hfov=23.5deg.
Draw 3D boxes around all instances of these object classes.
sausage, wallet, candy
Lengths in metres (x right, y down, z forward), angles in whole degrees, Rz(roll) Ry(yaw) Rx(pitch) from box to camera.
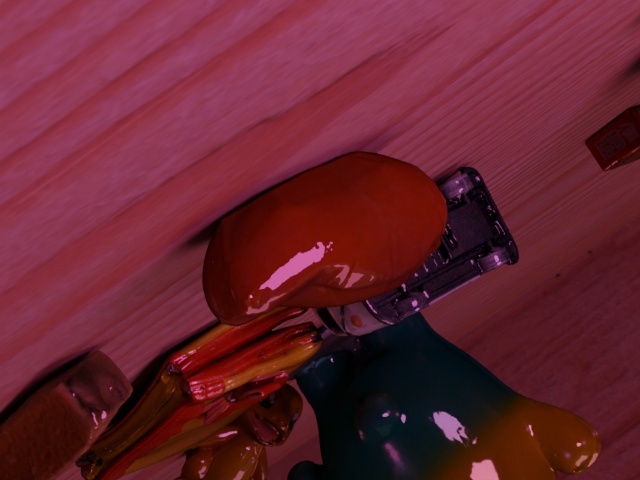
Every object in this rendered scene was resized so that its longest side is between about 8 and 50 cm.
[{"bbox_3d":[0.000,0.000,0.905,0.179,0.089,0.089,-21,165,-42],"label":"sausage"},{"bbox_3d":[-0.105,0.135,1.268,0.141,0.067,0.241,-24,168,-37],"label":"wallet"},{"bbox_3d":[0.320,-0.107,1.564,0.062,0.038,0.122,-39,170,29],"label":"candy"}]

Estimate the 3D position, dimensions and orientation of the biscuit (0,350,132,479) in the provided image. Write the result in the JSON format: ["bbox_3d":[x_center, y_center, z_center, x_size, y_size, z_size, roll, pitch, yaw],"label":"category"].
[{"bbox_3d":[-0.188,0.136,1.032,0.188,0.052,0.056,-41,-179,44],"label":"biscuit"}]

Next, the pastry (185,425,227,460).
[{"bbox_3d":[-0.123,0.270,1.951,0.109,0.057,0.097,-35,177,24],"label":"pastry"}]

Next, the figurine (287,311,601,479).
[{"bbox_3d":[0.118,0.228,1.658,0.323,0.340,0.231,-37,170,13],"label":"figurine"}]

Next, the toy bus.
[{"bbox_3d":[0.064,0.014,1.174,0.089,0.087,0.194,-29,178,42],"label":"toy bus"}]

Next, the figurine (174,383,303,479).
[{"bbox_3d":[-0.088,0.232,1.815,0.176,0.121,0.122,-46,-164,15],"label":"figurine"}]
